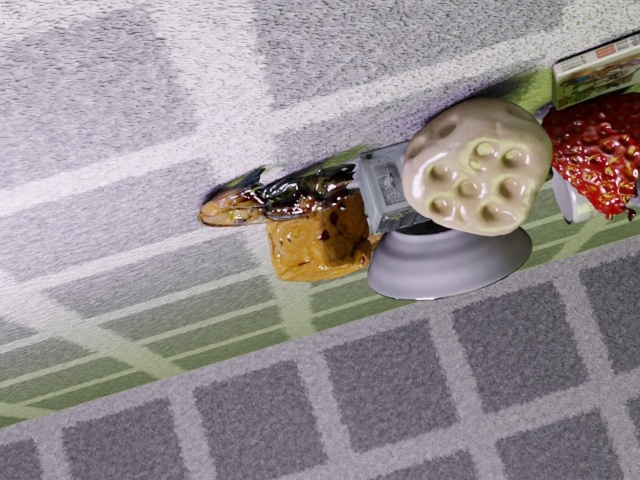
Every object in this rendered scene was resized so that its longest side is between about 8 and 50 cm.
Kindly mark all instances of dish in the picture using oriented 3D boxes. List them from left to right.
[{"bbox_3d":[0.222,-0.010,1.875,0.317,0.106,0.316,-13,-158,6],"label":"dish"}]

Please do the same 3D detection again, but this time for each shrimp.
[{"bbox_3d":[-0.087,-0.073,1.666,0.289,0.075,0.178,-10,173,37],"label":"shrimp"}]

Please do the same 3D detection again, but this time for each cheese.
[{"bbox_3d":[0.245,-0.110,1.602,0.235,0.217,0.117,-14,-148,14],"label":"cheese"}]

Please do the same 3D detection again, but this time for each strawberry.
[{"bbox_3d":[0.459,-0.156,1.780,0.178,0.233,0.234,10,165,-3],"label":"strawberry"}]

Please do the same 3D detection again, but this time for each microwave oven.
[{"bbox_3d":[0.178,-0.099,1.757,0.208,0.122,0.162,-16,169,-6],"label":"microwave oven"}]

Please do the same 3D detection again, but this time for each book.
[{"bbox_3d":[0.490,-0.280,1.598,0.264,0.027,0.202,-19,168,9],"label":"book"}]

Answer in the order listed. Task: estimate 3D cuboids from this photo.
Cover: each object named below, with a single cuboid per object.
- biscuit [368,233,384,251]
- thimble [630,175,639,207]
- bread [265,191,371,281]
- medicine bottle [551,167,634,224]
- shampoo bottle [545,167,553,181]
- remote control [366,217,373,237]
[{"bbox_3d":[0.159,-0.007,2.377,0.250,0.035,0.162,-14,173,-12],"label":"biscuit"},{"bbox_3d":[0.682,-0.163,1.987,0.157,0.217,0.245,-9,-177,-17],"label":"thimble"},{"bbox_3d":[0.000,0.000,1.911,0.143,0.149,0.158,0,159,-46],"label":"bread"},{"bbox_3d":[0.630,-0.136,2.184,0.258,0.143,0.143,-16,168,-2],"label":"medicine bottle"},{"bbox_3d":[0.326,-0.112,2.015,0.246,0.079,0.080,-25,165,33],"label":"shampoo bottle"},{"bbox_3d":[0.075,-0.007,2.233,0.073,0.044,0.229,-4,163,-38],"label":"remote control"}]
